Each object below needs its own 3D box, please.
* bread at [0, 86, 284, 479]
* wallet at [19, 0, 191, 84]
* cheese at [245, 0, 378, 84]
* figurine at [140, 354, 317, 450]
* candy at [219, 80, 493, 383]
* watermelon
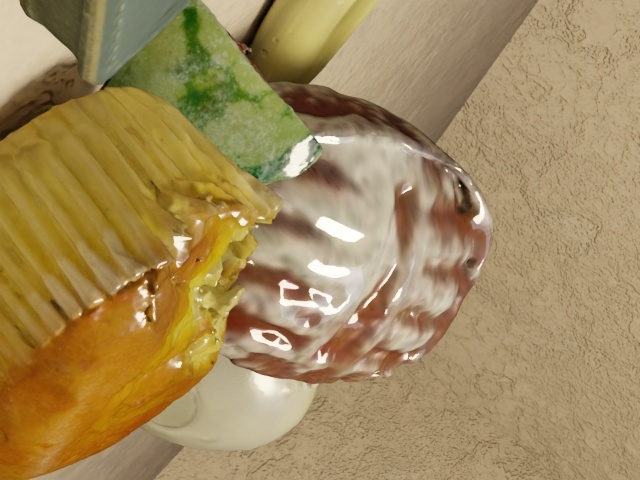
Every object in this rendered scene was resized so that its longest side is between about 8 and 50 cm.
[{"bbox_3d":[-0.135,0.036,0.798,0.179,0.133,0.250,-21,157,-47],"label":"bread"},{"bbox_3d":[-0.020,-0.212,0.476,0.252,0.083,0.360,-54,175,-24],"label":"wallet"},{"bbox_3d":[-0.030,-0.134,1.074,0.255,0.050,0.127,-52,176,28],"label":"cheese"},{"bbox_3d":[-0.054,-0.002,1.274,0.394,0.227,0.274,-54,150,-47],"label":"figurine"},{"bbox_3d":[0.000,0.000,1.050,0.289,0.157,0.214,13,109,-40],"label":"candy"},{"bbox_3d":[-0.088,-0.101,0.874,0.098,0.121,0.158,-36,-139,7],"label":"watermelon"}]
